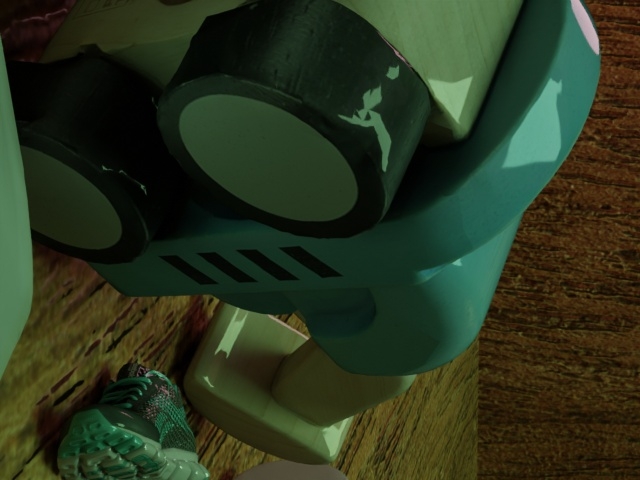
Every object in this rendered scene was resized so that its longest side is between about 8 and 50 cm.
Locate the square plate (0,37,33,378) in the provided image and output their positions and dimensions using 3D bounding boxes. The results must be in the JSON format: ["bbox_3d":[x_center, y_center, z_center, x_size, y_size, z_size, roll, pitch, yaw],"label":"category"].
[{"bbox_3d":[-0.143,-0.073,0.427,0.344,0.049,0.347,-113,-164,-76],"label":"square plate"}]

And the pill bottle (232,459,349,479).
[{"bbox_3d":[-0.021,0.290,1.108,0.119,0.119,0.208,-54,144,-65],"label":"pill bottle"}]

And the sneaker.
[{"bbox_3d":[-0.118,0.109,0.843,0.166,0.065,0.076,58,21,-71],"label":"sneaker"}]

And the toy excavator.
[{"bbox_3d":[0.000,0.000,0.810,0.445,0.433,0.222,49,52,-34],"label":"toy excavator"}]
